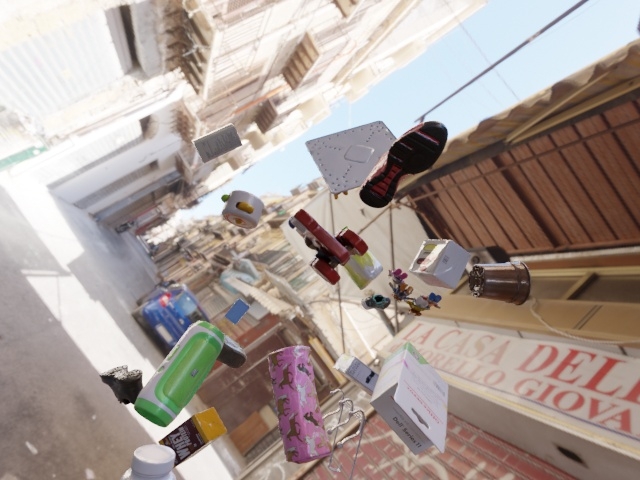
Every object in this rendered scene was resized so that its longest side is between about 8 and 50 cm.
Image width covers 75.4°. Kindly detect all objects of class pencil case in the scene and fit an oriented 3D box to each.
[{"bbox_3d":[-0.076,0.558,1.442,0.167,0.160,0.385,72,3,-66],"label":"pencil case"}]

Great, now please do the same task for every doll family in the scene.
[{"bbox_3d":[0.367,0.234,1.729,0.263,0.118,0.163,36,-14,12],"label":"doll family"}]

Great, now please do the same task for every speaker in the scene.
[{"bbox_3d":[-0.408,0.387,1.226,0.131,0.296,0.131,17,-42,16],"label":"speaker"}]

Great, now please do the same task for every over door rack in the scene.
[{"bbox_3d":[0.073,0.751,1.535,0.239,0.108,0.323,177,-84,-74],"label":"over door rack"}]

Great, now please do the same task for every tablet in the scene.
[{"bbox_3d":[-0.296,0.254,1.476,0.054,0.083,0.006,36,-19,9],"label":"tablet"}]

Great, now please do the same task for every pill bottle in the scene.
[{"bbox_3d":[-0.491,0.727,1.150,0.153,0.271,0.152,11,-4,1],"label":"pill bottle"}]

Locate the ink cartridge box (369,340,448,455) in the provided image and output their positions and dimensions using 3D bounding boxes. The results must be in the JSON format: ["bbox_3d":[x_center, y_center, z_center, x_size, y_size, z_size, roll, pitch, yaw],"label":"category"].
[{"bbox_3d":[0.273,0.484,1.256,0.207,0.119,0.353,48,21,4],"label":"ink cartridge box"}]

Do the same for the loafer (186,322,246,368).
[{"bbox_3d":[-0.410,0.407,1.623,0.268,0.102,0.092,43,-2,-22],"label":"loafer"}]

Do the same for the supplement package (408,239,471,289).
[{"bbox_3d":[0.576,0.112,2.011,0.149,0.194,0.203,34,-12,-19],"label":"supplement package"}]

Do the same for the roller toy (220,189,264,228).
[{"bbox_3d":[-0.383,-0.146,2.050,0.210,0.146,0.191,5,-24,30],"label":"roller toy"}]

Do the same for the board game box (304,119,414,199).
[{"bbox_3d":[0.170,-0.366,1.831,0.050,0.391,0.389,81,-12,-48],"label":"board game box"}]

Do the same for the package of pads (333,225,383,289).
[{"bbox_3d":[0.171,0.090,2.092,0.296,0.101,0.229,50,-20,10],"label":"package of pads"}]

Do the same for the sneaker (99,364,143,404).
[{"bbox_3d":[-0.763,0.559,1.589,0.287,0.109,0.129,-6,-84,48],"label":"sneaker"}]

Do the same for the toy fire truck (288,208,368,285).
[{"bbox_3d":[0.000,0.000,1.378,0.254,0.169,0.302,45,-6,-4],"label":"toy fire truck"}]

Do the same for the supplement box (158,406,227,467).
[{"bbox_3d":[-0.549,0.849,1.793,0.129,0.194,0.191,53,1,17],"label":"supplement box"}]

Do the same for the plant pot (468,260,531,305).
[{"bbox_3d":[0.651,0.154,1.529,0.167,0.165,0.166,-177,-90,-84],"label":"plant pot"}]

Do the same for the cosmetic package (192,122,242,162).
[{"bbox_3d":[-0.270,-0.256,1.086,0.041,0.115,0.060,43,-23,54],"label":"cosmetic package"}]

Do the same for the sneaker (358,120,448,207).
[{"bbox_3d":[0.215,-0.227,1.132,0.116,0.136,0.314,32,-45,-14],"label":"sneaker"}]

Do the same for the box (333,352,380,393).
[{"bbox_3d":[0.216,0.651,1.933,0.290,0.087,0.169,38,-18,-9],"label":"box"}]

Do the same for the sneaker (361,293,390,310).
[{"bbox_3d":[0.254,0.261,1.770,0.076,0.167,0.064,-39,-118,40],"label":"sneaker"}]
